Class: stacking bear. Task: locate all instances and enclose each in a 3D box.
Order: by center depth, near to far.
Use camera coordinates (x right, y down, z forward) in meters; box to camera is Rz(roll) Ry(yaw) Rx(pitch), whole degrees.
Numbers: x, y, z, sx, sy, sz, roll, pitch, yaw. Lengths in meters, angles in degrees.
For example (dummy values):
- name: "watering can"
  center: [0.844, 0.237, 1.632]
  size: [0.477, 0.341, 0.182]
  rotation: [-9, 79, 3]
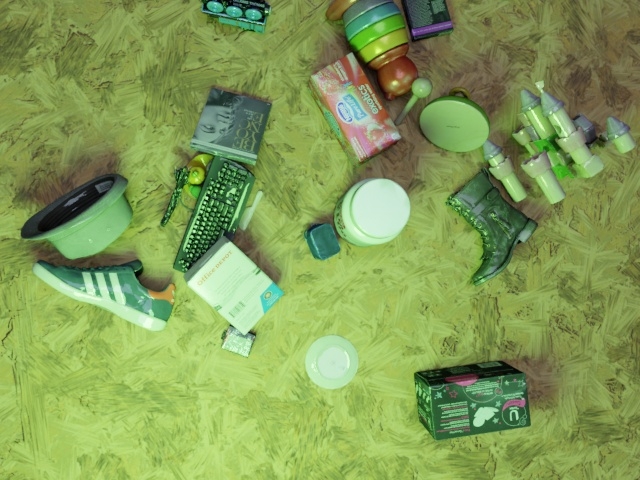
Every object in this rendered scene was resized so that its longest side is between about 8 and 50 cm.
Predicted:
- name: "stacking bear"
  center: [0.159, -0.510, 1.673]
  size: [0.175, 0.164, 0.289]
  rotation: [-27, 95, -6]

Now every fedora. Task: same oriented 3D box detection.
- name: "fedora"
  center: [-0.569, -0.045, 1.568]
  size: [0.275, 0.243, 0.124]
  rotation: [-37, 120, -15]

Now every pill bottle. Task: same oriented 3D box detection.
- name: "pill bottle"
  center: [0.123, -0.067, 1.579]
  size: [0.160, 0.283, 0.161]
  rotation: [0, 87, -5]

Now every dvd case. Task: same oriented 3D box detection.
- name: "dvd case"
  center: [-0.222, -0.293, 1.629]
  size: [0.164, 0.018, 0.221]
  rotation: [14, 52, -5]

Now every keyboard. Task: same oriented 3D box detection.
- name: "keyboard"
  center: [-0.304, -0.065, 1.615]
  size: [0.201, 0.033, 0.317]
  rotation: [24, 103, 3]

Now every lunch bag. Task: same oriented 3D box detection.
- name: "lunch bag"
  center: [0.000, 0.000, 1.673]
  size: [0.067, 0.065, 0.099]
  rotation: [-23, 96, -21]

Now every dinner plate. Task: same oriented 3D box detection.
- name: "dinner plate"
  center: [0.030, 0.319, 1.687]
  size: [0.141, 0.017, 0.141]
  rotation: [0, 89, -6]

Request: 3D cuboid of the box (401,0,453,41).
- name: "box"
  center: [0.285, -0.631, 1.748]
  size: [0.116, 0.029, 0.162]
  rotation: [-14, 90, -7]

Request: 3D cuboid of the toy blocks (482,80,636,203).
- name: "toy blocks"
  center: [0.581, -0.281, 1.629]
  size: [0.309, 0.288, 0.260]
  rotation: [-35, 96, -3]

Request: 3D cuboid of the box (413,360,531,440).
- name: "box"
  center: [0.381, 0.405, 1.642]
  size: [0.247, 0.163, 0.142]
  rotation: [-6, 91, -5]

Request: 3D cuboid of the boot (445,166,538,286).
- name: "boot"
  center: [0.423, -0.036, 1.715]
  size: [0.229, 0.091, 0.263]
  rotation: [41, 80, 3]

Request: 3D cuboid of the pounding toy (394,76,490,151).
- name: "pounding toy"
  center: [0.338, -0.344, 1.688]
  size: [0.236, 0.183, 0.110]
  rotation: [25, 60, 0]

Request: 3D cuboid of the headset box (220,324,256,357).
- name: "headset box"
  center: [-0.214, 0.258, 1.657]
  size: [0.083, 0.032, 0.062]
  rotation: [20, 86, -3]

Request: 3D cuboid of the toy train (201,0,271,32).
- name: "toy train"
  center: [-0.218, -0.597, 1.660]
  size: [0.184, 0.105, 0.080]
  rotation: [9, 78, -5]

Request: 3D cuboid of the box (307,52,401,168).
- name: "box"
  center: [0.084, -0.332, 1.667]
  size: [0.128, 0.122, 0.257]
  rotation: [-30, 91, -5]

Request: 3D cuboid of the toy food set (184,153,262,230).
- name: "toy food set"
  center: [-0.255, -0.135, 1.652]
  size: [0.217, 0.071, 0.128]
  rotation: [34, 85, -3]

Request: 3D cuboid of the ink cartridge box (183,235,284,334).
- name: "ink cartridge box"
  center: [-0.217, 0.110, 1.606]
  size: [0.148, 0.086, 0.203]
  rotation: [-46, 112, -5]

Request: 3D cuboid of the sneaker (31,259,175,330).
- name: "sneaker"
  center: [-0.524, 0.098, 1.597]
  size: [0.350, 0.131, 0.148]
  rotation: [24, 78, -10]
